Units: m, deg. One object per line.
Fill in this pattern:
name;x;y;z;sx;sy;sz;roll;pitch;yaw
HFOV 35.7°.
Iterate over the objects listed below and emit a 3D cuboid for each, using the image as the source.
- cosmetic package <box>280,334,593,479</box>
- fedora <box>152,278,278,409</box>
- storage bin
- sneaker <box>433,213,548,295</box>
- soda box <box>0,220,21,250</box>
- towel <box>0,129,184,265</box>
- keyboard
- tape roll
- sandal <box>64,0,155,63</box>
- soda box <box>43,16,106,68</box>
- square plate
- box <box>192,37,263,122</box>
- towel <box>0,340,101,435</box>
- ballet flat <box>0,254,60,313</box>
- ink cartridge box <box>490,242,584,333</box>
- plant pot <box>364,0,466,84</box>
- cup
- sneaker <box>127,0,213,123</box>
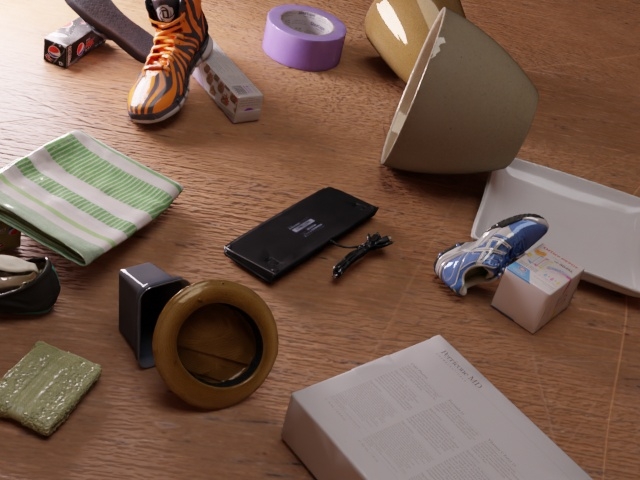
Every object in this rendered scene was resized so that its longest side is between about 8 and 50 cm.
cosmetic package;0.171;0.310;1.322;0.284;0.097;0.377;-17;46;-34
fedora;-0.156;0.143;1.408;0.194;0.194;0.079;-9;9;-29
storage bin;-0.243;0.098;1.445;0.098;0.135;0.091;-16;36;-35
sneaker;0.305;0.028;1.721;0.211;0.080;0.081;-30;44;3
soda box;-0.541;-0.058;1.605;0.058;0.061;0.181;-12;43;-33
towel;-0.397;-0.082;1.640;0.248;0.038;0.325;29;28;9
keyboard;0.000;0.000;1.743;0.201;0.033;0.317;26;38;27
tape roll;-0.038;-0.478;2.339;0.189;0.080;0.189;10;36;-7
sandal;-0.461;-0.466;2.125;0.254;0.054;0.097;42;43;-19
soda box;-0.522;-0.429;2.125;0.060;0.053;0.169;21;35;9
square plate;0.477;-0.028;1.932;0.347;0.049;0.344;19;35;6
box;-0.224;-0.361;2.128;0.067;0.063;0.324;-10;42;-32
towel;-0.372;0.198;1.345;0.110;0.027;0.148;21;35;8
ballet flat;-0.515;0.062;1.421;0.280;0.096;0.095;-7;41;-27
ink cartridge box;0.380;0.077;1.718;0.092;0.090;0.143;35;41;26
plant pot;0.255;-0.441;2.291;0.237;0.237;0.254;-5;53;-25
cup;0.287;-0.261;1.967;0.237;0.331;0.331;22;35;-3
sneaker;-0.319;-0.387;1.988;0.124;0.180;0.321;5;48;13
